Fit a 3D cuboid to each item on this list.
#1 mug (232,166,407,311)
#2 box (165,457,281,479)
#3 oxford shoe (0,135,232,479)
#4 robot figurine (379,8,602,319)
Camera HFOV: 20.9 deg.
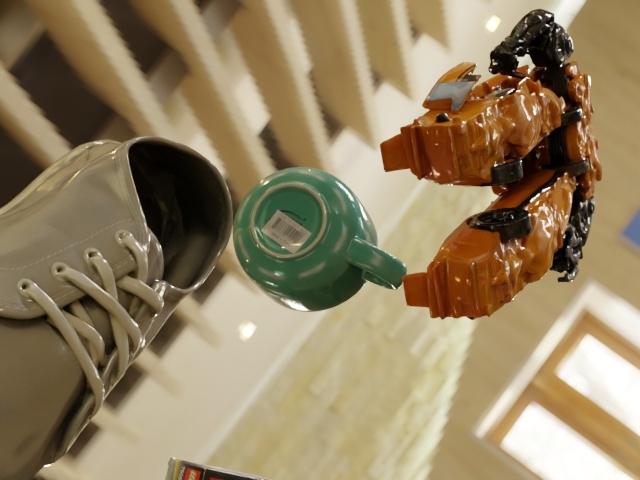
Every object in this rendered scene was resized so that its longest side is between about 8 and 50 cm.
[{"bbox_3d":[-0.005,-0.007,1.657,0.157,0.129,0.097,-12,-20,11],"label":"mug"},{"bbox_3d":[-0.025,0.158,0.807,0.137,0.027,0.094,19,-98,-45],"label":"box"},{"bbox_3d":[-0.183,0.052,1.198,0.169,0.130,0.449,67,-150,-23],"label":"oxford shoe"},{"bbox_3d":[0.140,-0.057,1.311,0.291,0.085,0.211,-36,-60,-60],"label":"robot figurine"}]
